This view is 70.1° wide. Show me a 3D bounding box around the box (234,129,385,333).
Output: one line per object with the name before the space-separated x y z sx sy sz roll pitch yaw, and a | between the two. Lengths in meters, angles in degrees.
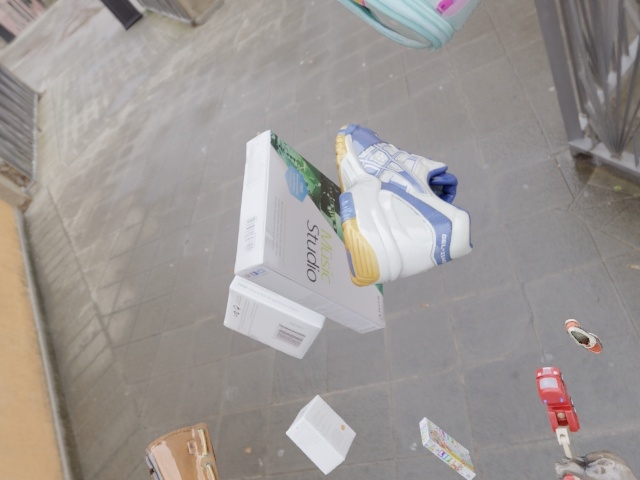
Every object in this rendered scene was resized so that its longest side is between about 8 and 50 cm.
box | 0.000 0.000 0.754 0.058 0.322 0.232 -19 56 30

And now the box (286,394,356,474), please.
box | 0.004 0.586 1.385 0.170 0.130 0.091 45 112 7

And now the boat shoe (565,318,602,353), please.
boat shoe | 0.739 0.276 1.277 0.049 0.137 0.043 -43 13 31

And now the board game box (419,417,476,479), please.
board game box | 0.338 0.557 1.224 0.026 0.154 0.103 -52 1 11

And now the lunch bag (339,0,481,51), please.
lunch bag | -0.001 -0.253 0.326 0.108 0.279 0.224 -53 11 26

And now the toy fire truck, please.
toy fire truck | 0.455 0.351 0.855 0.047 0.192 0.135 -18 20 28

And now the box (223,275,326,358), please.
box | -0.079 0.119 0.889 0.182 0.181 0.119 24 55 0

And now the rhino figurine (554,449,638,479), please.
rhino figurine | 0.499 0.446 0.761 0.106 0.243 0.073 -28 13 39

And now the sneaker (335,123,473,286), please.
sneaker | 0.088 -0.055 0.535 0.131 0.112 0.296 -10 36 5

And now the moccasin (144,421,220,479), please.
moccasin | -0.141 0.452 0.702 0.147 0.139 0.380 -20 40 -28
